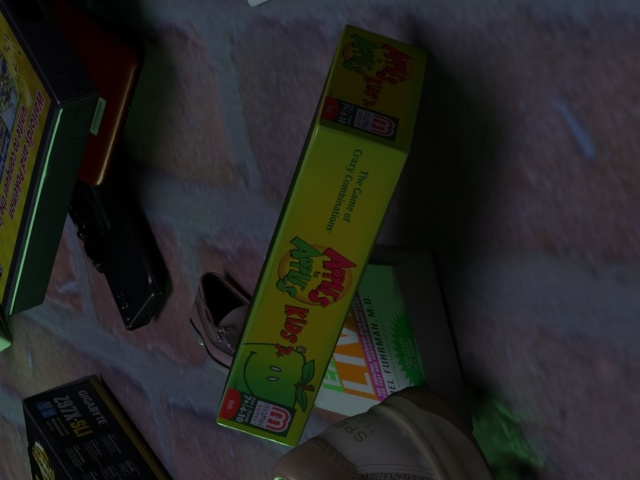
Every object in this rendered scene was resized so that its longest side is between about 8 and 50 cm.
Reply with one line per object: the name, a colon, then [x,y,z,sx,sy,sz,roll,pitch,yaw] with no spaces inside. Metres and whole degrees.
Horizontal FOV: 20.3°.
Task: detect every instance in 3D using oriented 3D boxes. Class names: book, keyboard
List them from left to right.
keyboard: [-0.162,-0.023,1.343,0.180,0.023,0.108,67,150,16]
book: [0.027,0.051,0.953,0.144,0.035,0.096,3,111,63]

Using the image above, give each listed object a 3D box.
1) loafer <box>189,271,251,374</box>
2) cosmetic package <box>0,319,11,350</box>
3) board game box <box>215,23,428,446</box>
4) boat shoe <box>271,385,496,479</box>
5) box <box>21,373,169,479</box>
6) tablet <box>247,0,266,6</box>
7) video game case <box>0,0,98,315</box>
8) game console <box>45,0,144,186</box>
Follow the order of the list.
loafer: [-0.053,0.054,1.122,0.125,0.045,0.039,-149,53,-62]
cosmetic package: [-0.470,-0.040,1.702,0.284,0.097,0.377,62,-172,27]
board game box: [0.000,0.000,0.849,0.092,0.043,0.181,-75,4,-54]
boat shoe: [0.074,0.223,0.854,0.302,0.098,0.109,64,156,4]
box: [-0.145,0.305,1.466,0.322,0.079,0.257,45,143,48]
tablet: [-0.030,-0.158,0.962,0.083,0.006,0.054,-6,100,68]
video game case: [-0.244,-0.116,1.263,0.248,0.035,0.275,59,150,21]
game console: [-0.169,-0.133,1.269,0.124,0.085,0.144,34,138,9]
